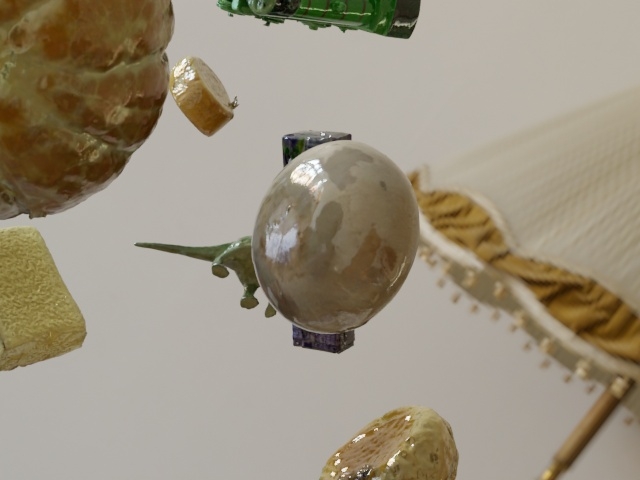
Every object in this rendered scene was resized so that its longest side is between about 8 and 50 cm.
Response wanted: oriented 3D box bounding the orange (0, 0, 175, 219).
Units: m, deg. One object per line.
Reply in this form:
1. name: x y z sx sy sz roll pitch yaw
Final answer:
1. orange: -0.291 -0.180 1.129 0.329 0.329 0.249 36 6 -18

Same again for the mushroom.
1. mushroom: 0.024 -0.001 1.481 0.178 0.226 0.226 27 8 -38

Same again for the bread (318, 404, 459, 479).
1. bread: 0.110 0.358 1.923 0.134 0.244 0.244 52 -2 -14

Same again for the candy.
1. candy: 0.000 0.000 1.765 0.088 0.312 0.061 8 18 31

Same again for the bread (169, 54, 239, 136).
1. bread: -0.198 -0.248 2.134 0.122 0.073 0.149 44 15 -41

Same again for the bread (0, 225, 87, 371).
1. bread: -0.391 0.070 1.640 0.125 0.068 0.188 -11 57 -39

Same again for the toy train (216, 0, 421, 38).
1. toy train: -0.005 -0.275 1.451 0.251 0.085 0.119 -3 22 -45

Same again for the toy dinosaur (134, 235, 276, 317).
1. toy dinosaur: -0.076 0.009 2.184 0.447 0.087 0.301 20 34 -5
